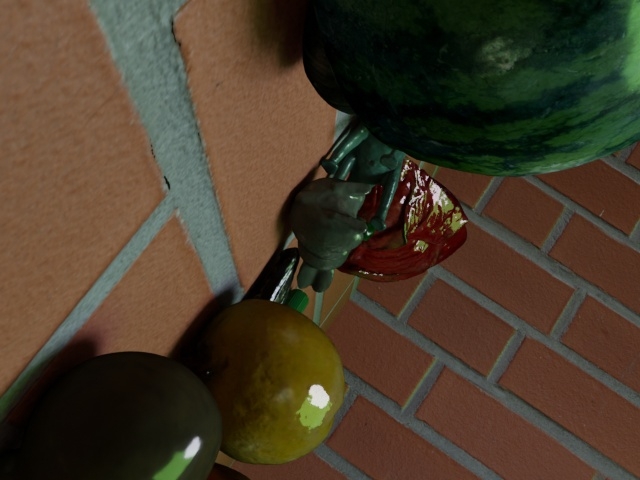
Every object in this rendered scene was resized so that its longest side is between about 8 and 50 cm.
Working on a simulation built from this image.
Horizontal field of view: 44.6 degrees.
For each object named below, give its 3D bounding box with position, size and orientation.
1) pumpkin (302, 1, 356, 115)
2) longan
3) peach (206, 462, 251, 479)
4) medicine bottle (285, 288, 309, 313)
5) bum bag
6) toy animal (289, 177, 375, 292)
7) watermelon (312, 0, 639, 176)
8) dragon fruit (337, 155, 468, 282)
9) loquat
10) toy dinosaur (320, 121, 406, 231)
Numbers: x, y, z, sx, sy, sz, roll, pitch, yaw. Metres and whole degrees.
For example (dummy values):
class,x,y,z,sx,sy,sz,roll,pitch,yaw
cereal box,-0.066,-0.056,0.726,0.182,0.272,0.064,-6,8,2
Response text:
class,x,y,z,sx,sy,sz,roll,pitch,yaw
pumpkin,0.061,-0.195,0.730,0.125,0.167,0.167,-108,-147,-40
longan,-0.191,0.185,0.711,0.204,0.159,0.185,-16,171,-12
peach,-0.203,0.460,0.969,0.370,0.370,0.370,-54,171,-12
medicine bottle,-0.101,0.201,1.553,0.095,0.064,0.260,-27,-158,51
bum bag,-0.097,0.121,1.267,0.248,0.069,0.102,-57,156,-7
toy animal,0.003,-0.010,1.191,0.236,0.138,0.108,128,-26,-62
watermelon,0.146,-0.192,0.549,0.292,0.222,0.319,21,105,-51
dragon fruit,0.111,-0.077,1.515,0.302,0.240,0.330,-27,143,-7
loquat,-0.086,0.198,1.103,0.244,0.244,0.244,-54,171,-12
toy dinosaur,0.119,-0.193,1.254,0.331,0.129,0.383,-62,176,-26
